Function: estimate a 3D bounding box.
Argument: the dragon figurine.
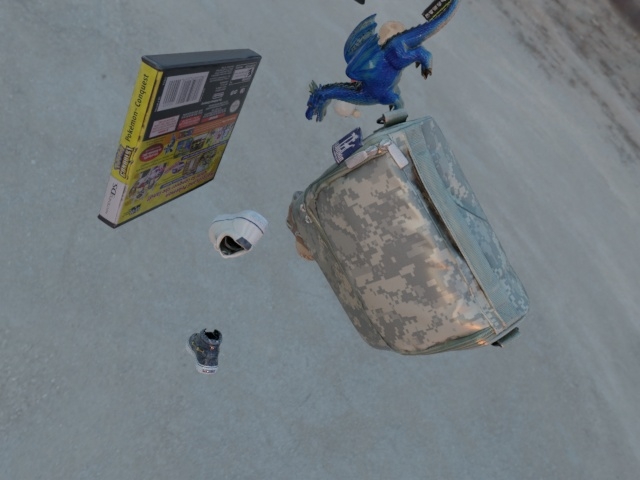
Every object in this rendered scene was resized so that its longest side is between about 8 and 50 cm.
[{"bbox_3d":[0.084,-0.273,0.768,0.144,0.289,0.085,23,40,-18],"label":"dragon figurine"}]

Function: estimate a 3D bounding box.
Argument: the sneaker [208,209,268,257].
[{"bbox_3d":[-0.214,-0.007,1.199,0.094,0.258,0.091,43,64,-16],"label":"sneaker"}]

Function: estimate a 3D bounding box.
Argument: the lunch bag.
[{"bbox_3d":[0.121,-0.003,0.697,0.213,0.256,0.304,-30,92,-19],"label":"lunch bag"}]

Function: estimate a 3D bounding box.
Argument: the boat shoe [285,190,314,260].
[{"bbox_3d":[0.000,0.000,1.331,0.123,0.116,0.324,14,29,-34],"label":"boat shoe"}]

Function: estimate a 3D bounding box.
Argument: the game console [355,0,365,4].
[{"bbox_3d":[0.054,-0.547,1.021,0.122,0.107,0.071,34,28,3],"label":"game console"}]

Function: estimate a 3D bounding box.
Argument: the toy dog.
[{"bbox_3d":[0.196,-0.507,1.595,0.161,0.333,0.220,40,42,4],"label":"toy dog"}]

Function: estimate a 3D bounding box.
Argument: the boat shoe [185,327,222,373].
[{"bbox_3d":[-0.267,0.236,1.209,0.065,0.083,0.183,12,7,-26],"label":"boat shoe"}]

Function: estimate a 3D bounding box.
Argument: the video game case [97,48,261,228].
[{"bbox_3d":[-0.205,-0.166,0.786,0.035,0.248,0.275,32,29,6],"label":"video game case"}]

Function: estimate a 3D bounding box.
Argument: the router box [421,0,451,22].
[{"bbox_3d":[0.268,-0.503,1.058,0.038,0.092,0.122,44,51,-12],"label":"router box"}]
